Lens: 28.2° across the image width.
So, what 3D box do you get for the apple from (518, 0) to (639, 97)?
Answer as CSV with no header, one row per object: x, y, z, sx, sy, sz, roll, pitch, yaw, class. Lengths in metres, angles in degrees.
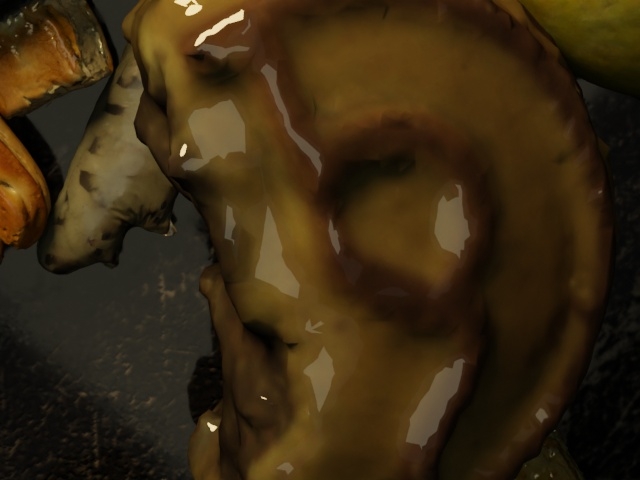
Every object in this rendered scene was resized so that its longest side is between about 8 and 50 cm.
0.223,-0.219,0.867,0.194,0.261,0.261,-29,103,31,apple

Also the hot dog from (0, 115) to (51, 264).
-0.329,-0.114,0.898,0.135,0.100,0.337,-40,103,-7,hot dog

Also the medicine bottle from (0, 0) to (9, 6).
-0.285,-0.294,0.847,0.141,0.141,0.293,-34,102,1,medicine bottle

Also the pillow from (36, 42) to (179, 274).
-0.128,-0.075,0.948,0.093,0.051,0.241,23,94,-15,pillow

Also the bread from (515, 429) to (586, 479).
0.120,0.217,1.000,0.196,0.102,0.138,-34,104,-1,bread

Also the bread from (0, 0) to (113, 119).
-0.198,-0.134,0.913,0.083,0.076,0.070,-21,104,18,bread

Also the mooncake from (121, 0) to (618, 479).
0.000,0.000,0.861,0.394,0.246,0.393,40,89,-23,mooncake
